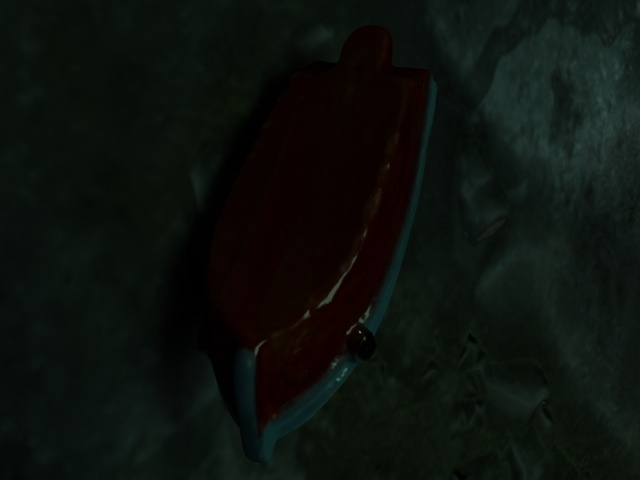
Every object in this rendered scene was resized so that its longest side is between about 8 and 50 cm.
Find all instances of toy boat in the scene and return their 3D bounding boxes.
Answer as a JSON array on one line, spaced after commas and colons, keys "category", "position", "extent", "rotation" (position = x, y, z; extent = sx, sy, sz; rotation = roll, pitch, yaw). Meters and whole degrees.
[{"category": "toy boat", "position": [0.000, 0.000, 0.517], "extent": [0.058, 0.069, 0.173], "rotation": [68, 35, -53]}]
